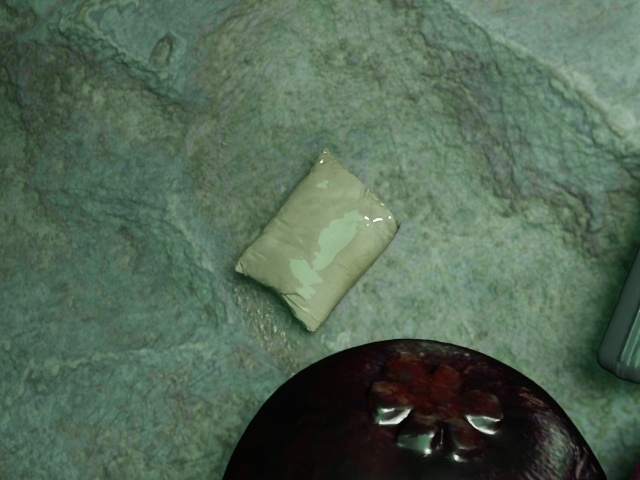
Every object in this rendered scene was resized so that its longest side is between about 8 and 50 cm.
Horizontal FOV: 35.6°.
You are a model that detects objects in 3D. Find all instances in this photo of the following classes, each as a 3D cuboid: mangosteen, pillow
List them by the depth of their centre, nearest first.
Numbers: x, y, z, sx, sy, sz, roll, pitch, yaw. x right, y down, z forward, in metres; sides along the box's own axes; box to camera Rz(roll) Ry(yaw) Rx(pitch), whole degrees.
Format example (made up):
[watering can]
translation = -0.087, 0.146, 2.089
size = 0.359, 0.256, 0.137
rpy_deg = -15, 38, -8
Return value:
[mangosteen]
translation = 0.082, 0.308, 0.934
size = 0.382, 0.382, 0.435
rpy_deg = 26, 128, 29
[pillow]
translation = 0.000, 0.000, 1.157
size = 0.134, 0.078, 0.181
rpy_deg = 42, 103, 23

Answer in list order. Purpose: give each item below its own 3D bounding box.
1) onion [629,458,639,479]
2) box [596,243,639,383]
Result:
[onion]
translation = 0.371, 0.265, 0.769
size = 0.345, 0.358, 0.358
rpy_deg = -4, 83, 40
[box]
translation = 0.334, 0.020, 0.913
size = 0.050, 0.160, 0.230
rpy_deg = 24, 97, 36
